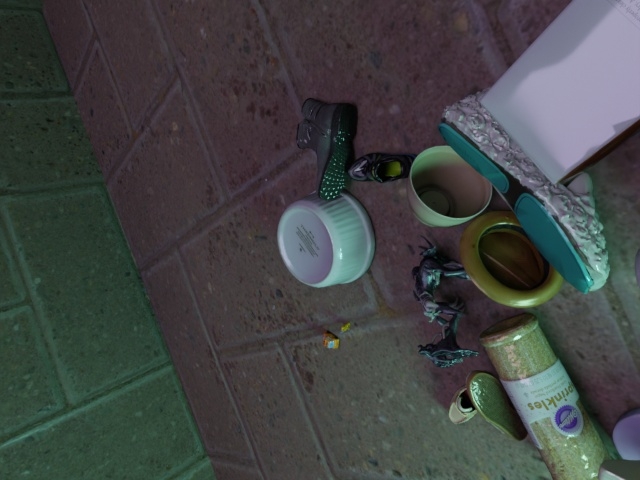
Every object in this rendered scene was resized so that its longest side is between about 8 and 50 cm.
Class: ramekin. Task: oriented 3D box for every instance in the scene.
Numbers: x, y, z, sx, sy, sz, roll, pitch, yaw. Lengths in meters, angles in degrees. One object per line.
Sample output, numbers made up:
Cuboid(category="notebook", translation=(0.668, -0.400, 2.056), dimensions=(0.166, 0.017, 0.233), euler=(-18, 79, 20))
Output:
Cuboid(category="ramekin", translation=(0.000, 0.000, 1.153), dimensions=(0.272, 0.127, 0.273), euler=(18, 116, 41))

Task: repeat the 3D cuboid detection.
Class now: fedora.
Cuboid(category="fedora", translation=(0.352, 0.040, 0.822), dimensions=(0.194, 0.194, 0.079), euler=(52, 171, 19))

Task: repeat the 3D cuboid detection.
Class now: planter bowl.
Cuboid(category="planter bowl", translation=(0.243, -0.093, 0.873), dimensions=(0.162, 0.162, 0.109), euler=(56, 162, 16))

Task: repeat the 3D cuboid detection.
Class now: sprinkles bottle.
Cuboid(category="sprinkles bottle", translation=(0.438, 0.323, 0.828), dimensions=(0.121, 0.121, 0.356), euler=(-35, 78, 46))

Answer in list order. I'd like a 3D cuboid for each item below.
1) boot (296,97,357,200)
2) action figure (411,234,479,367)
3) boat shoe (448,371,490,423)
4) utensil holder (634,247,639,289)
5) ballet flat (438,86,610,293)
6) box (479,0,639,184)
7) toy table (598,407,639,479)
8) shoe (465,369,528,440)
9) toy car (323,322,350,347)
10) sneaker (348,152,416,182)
Cuboid(category="boot", translation=(0.001, -0.232, 1.101), dimensions=(0.161, 0.083, 0.247), euler=(19, 100, 44))
Cuboid(category="action figure", translation=(0.267, 0.120, 0.919), dimensions=(0.164, 0.140, 0.276), euler=(95, 178, -59))
Cuboid(category="boat shoe", translation=(0.334, 0.367, 0.992), dimensions=(0.063, 0.059, 0.170), euler=(40, 128, 29))
Cuboid(category="utensil holder", translation=(0.601, 0.037, 0.420), dimensions=(0.328, 0.327, 0.385), euler=(57, 136, 14))
Cuboid(category="ballet flat", translation=(0.371, -0.109, 0.745), dimensions=(0.409, 0.147, 0.147), euler=(55, 134, 16))
Cuboid(category="box", translation=(0.426, -0.260, 0.569), dimensions=(0.168, 0.215, 0.345), euler=(56, 135, 15))
Cuboid(category="toy table", translation=(0.595, 0.384, 0.663), dimensions=(0.274, 0.160, 0.252), euler=(0, 104, 46))
Cuboid(category="shoe", translation=(0.357, 0.341, 0.905), dimensions=(0.219, 0.076, 0.058), euler=(48, 167, -22))
Cuboid(category="toy car", translation=(0.037, 0.272, 1.273), dimensions=(0.060, 0.040, 0.122), euler=(44, 131, 26))
Cuboid(category="sneaker", translation=(0.134, -0.167, 0.995), dimensions=(0.188, 0.078, 0.067), euler=(6, 108, 45))
